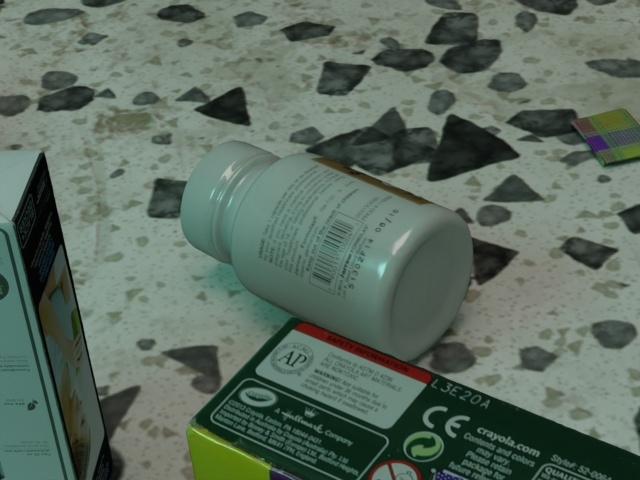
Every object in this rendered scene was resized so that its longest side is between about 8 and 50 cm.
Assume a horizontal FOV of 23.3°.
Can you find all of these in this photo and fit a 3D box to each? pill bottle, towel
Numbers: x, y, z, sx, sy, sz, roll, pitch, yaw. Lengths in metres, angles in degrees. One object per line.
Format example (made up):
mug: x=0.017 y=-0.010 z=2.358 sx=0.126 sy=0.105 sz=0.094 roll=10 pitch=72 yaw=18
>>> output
pill bottle: x=0.000 y=0.000 z=1.286 sx=0.229 sy=0.131 sz=0.131 roll=24 pitch=46 yaw=33
towel: x=0.281 y=-0.099 z=1.488 sx=0.060 sy=0.009 sz=0.083 roll=-13 pitch=38 yaw=-11

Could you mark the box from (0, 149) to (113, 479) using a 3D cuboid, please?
box: x=-0.253 y=0.082 z=1.074 sx=0.169 sy=0.290 sz=0.087 roll=-2 pitch=35 yaw=7

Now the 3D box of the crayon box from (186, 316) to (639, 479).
crayon box: x=0.119 y=0.239 z=0.800 sx=0.363 sy=0.313 sz=0.106 roll=21 pitch=47 yaw=29
